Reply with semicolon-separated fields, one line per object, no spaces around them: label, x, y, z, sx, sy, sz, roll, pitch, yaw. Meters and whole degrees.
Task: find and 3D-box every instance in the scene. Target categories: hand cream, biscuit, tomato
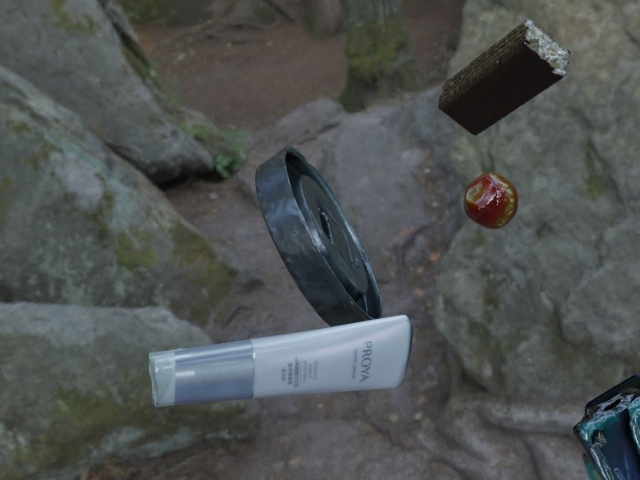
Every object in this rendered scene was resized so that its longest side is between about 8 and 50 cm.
hand cream;-0.033;0.117;0.820;0.255;0.079;0.048;-4;28;-15
biscuit;0.329;-0.292;1.558;0.252;0.106;0.070;-35;28;49
tomato;0.259;-0.061;1.324;0.075;0.087;0.087;10;7;-43

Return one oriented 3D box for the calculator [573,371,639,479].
calculator;0.311;0.191;0.595;0.274;0.248;0.058;-18;-5;-29

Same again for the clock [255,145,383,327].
clock;0.000;0.000;1.224;0.055;0.281;0.281;-28;21;13
